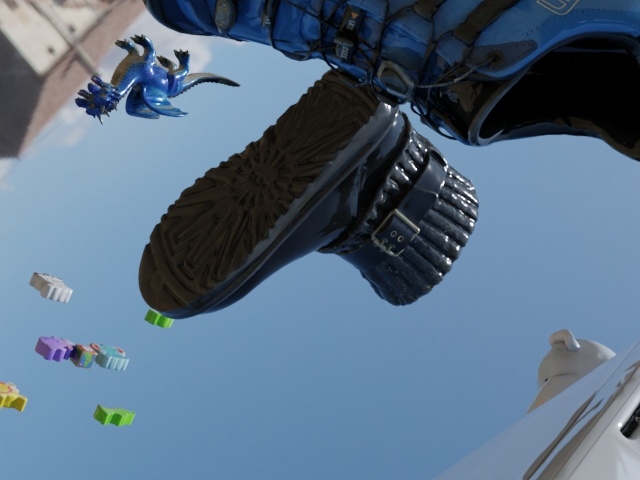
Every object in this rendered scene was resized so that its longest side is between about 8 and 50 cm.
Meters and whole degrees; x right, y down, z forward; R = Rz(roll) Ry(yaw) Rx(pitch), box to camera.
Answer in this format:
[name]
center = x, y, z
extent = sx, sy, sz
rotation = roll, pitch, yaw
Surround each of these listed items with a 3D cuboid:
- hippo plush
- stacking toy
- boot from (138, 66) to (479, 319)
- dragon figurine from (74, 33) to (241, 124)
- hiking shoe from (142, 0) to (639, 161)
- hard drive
[hippo plush]
center = 0.369, 0.187, 1.136
extent = 0.236, 0.234, 0.294
rotation = 24, -125, 17
[stacking toy]
center = -0.305, 0.145, 1.241
extent = 0.052, 0.221, 0.167
rotation = 31, -82, 46
[boot]
center = 0.003, 0.002, 1.046
extent = 0.348, 0.260, 0.131
rotation = -40, -132, 2
[dragon figurine]
center = -0.263, -0.237, 1.550
extent = 0.085, 0.289, 0.144
rotation = -1, -100, 41
[hiking shoe]
center = 0.054, -0.115, 0.483
extent = 0.304, 0.113, 0.132
rotation = 4, -126, -4
[hard drive]
center = 0.093, 0.193, 0.642
extent = 0.233, 0.047, 0.353
rotation = -33, 168, -44
